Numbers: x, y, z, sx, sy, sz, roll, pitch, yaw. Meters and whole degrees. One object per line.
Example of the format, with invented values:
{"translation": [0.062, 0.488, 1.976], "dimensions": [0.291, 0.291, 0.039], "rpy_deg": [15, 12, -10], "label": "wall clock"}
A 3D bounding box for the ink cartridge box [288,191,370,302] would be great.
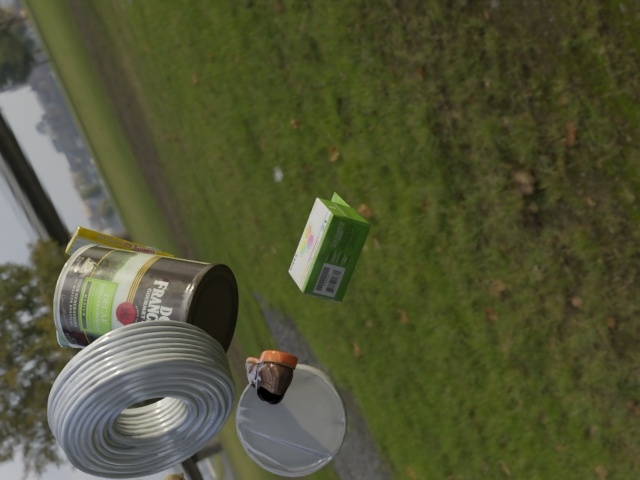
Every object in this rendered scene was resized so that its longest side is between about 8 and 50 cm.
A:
{"translation": [0.000, 0.000, 2.061], "dimensions": [0.188, 0.097, 0.255], "rpy_deg": [-69, 23, 13], "label": "ink cartridge box"}

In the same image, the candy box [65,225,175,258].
{"translation": [-0.416, 0.029, 1.913], "dimensions": [0.105, 0.206, 0.027], "rpy_deg": [-42, 35, 53], "label": "candy box"}

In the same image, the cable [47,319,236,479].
{"translation": [-0.244, 0.223, 1.271], "dimensions": [0.089, 0.257, 0.257], "rpy_deg": [62, -179, 40], "label": "cable"}

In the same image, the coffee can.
{"translation": [-0.317, 0.123, 1.699], "dimensions": [0.201, 0.276, 0.201], "rpy_deg": [8, -90, -70], "label": "coffee can"}

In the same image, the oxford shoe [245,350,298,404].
{"translation": [-0.121, 0.310, 2.025], "dimensions": [0.271, 0.097, 0.098], "rpy_deg": [125, 158, -70], "label": "oxford shoe"}

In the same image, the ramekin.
{"translation": [-0.061, 0.424, 2.236], "dimensions": [0.272, 0.273, 0.127], "rpy_deg": [66, -170, 0], "label": "ramekin"}

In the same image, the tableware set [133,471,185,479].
{"translation": [-0.368, 0.601, 2.134], "dimensions": [0.141, 0.169, 0.020], "rpy_deg": [-118, 26, -47], "label": "tableware set"}

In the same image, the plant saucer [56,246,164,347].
{"translation": [-0.494, 0.117, 2.124], "dimensions": [0.043, 0.318, 0.317], "rpy_deg": [51, 175, -20], "label": "plant saucer"}
